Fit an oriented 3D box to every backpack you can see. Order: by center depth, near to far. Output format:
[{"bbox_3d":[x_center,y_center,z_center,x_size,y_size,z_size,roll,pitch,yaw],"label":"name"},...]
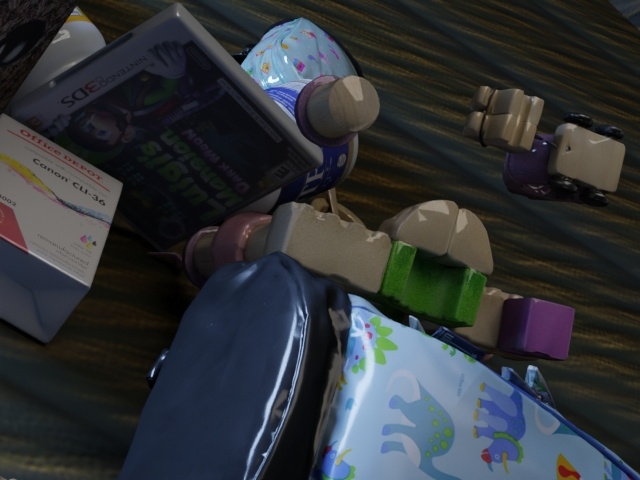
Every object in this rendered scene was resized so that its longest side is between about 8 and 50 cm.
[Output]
[{"bbox_3d":[0.063,0.206,1.050,0.355,0.273,0.290,43,55,-30],"label":"backpack"},{"bbox_3d":[-0.028,-0.154,1.664,0.152,0.115,0.182,41,28,-3],"label":"backpack"}]

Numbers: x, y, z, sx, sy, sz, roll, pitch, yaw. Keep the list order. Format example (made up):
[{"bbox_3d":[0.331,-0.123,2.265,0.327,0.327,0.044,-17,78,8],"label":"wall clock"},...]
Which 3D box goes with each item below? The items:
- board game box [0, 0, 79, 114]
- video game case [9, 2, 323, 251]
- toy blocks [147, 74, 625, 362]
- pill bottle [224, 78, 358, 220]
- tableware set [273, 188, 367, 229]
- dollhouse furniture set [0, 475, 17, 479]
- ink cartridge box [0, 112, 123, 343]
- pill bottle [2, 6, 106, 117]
[{"bbox_3d":[-0.295,-0.209,1.187,0.141,0.291,0.232,48,27,15],"label":"board game box"},{"bbox_3d":[-0.121,-0.084,1.299,0.190,0.173,0.022,44,30,-36],"label":"video game case"},{"bbox_3d":[0.037,0.029,1.306,0.288,0.309,0.260,20,-11,-21],"label":"toy blocks"},{"bbox_3d":[-0.061,-0.078,1.484,0.112,0.112,0.187,47,39,16],"label":"pill bottle"},{"bbox_3d":[0.000,0.000,1.536,0.128,0.039,0.194,42,26,5],"label":"tableware set"},{"bbox_3d":[-0.231,0.112,0.910,0.151,0.123,0.144,30,23,13],"label":"dollhouse furniture set"},{"bbox_3d":[-0.223,-0.022,1.241,0.115,0.067,0.198,31,26,-15],"label":"ink cartridge box"},{"bbox_3d":[-0.256,-0.167,1.375,0.208,0.117,0.117,47,26,17],"label":"pill bottle"}]
